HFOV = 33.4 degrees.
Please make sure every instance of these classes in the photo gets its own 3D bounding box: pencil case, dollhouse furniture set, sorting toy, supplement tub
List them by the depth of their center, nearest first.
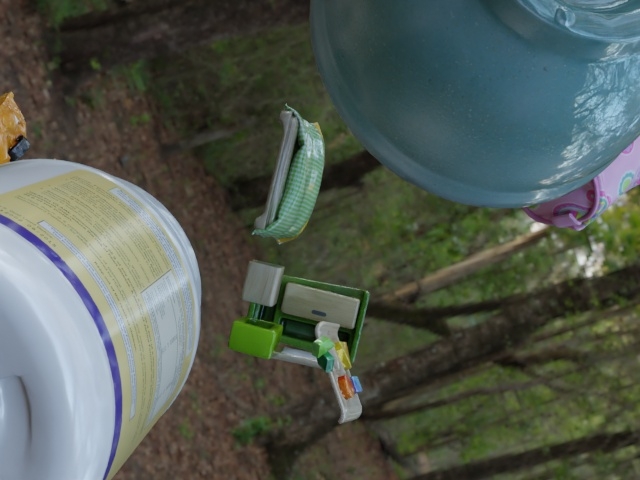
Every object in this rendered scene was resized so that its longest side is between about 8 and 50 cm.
[{"bbox_3d":[0.011,0.079,0.644,0.083,0.012,0.062,28,47,-76],"label":"sorting toy"},{"bbox_3d":[-0.221,0.069,0.756,0.331,0.241,0.241,-54,125,-78],"label":"supplement tub"},{"bbox_3d":[0.342,-0.106,1.197,0.124,0.284,0.124,27,-52,39],"label":"pencil case"},{"bbox_3d":[0.000,0.000,1.343,0.197,0.151,0.301,-12,115,-86],"label":"dollhouse furniture set"}]

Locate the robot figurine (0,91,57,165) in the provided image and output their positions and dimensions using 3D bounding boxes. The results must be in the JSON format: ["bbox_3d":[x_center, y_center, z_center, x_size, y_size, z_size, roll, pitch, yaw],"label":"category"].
[{"bbox_3d":[-0.389,-0.033,1.211,0.211,0.085,0.291,58,30,-27],"label":"robot figurine"}]

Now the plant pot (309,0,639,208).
[{"bbox_3d":[0.155,-0.188,0.775,0.196,0.293,0.293,137,-64,-72],"label":"plant pot"}]
